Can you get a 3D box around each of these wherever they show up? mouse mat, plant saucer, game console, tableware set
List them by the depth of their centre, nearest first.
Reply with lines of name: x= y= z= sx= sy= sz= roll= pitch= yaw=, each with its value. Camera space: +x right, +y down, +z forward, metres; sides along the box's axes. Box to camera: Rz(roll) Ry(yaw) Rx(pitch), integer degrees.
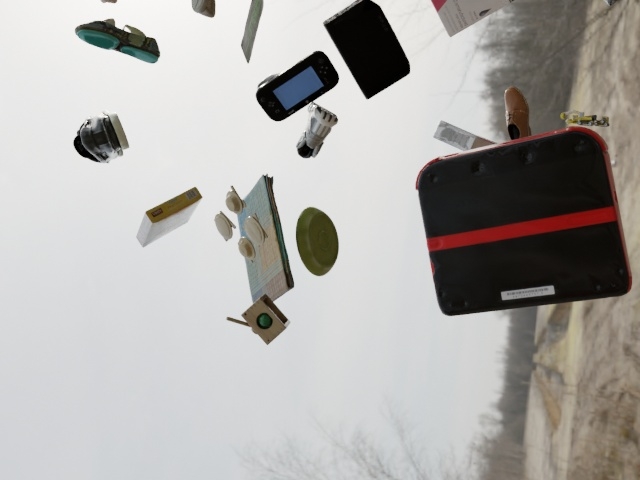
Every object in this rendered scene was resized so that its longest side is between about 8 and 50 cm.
game console: x=0.400 y=-0.033 z=1.255 sx=0.060 sy=0.386 sz=0.342 roll=-19 pitch=-83 yaw=-65
tableware set: x=-0.174 y=-0.028 z=1.329 sx=0.020 sy=0.141 sz=0.169 roll=-31 pitch=-14 yaw=-35
game console: x=0.020 y=-0.399 z=1.471 sx=0.213 sy=0.361 sz=0.044 roll=53 pitch=-167 yaw=-30
mouse mat: x=-0.184 y=-0.592 z=1.670 sx=0.152 sy=0.007 sz=0.190 roll=70 pitch=-148 yaw=-87
plant saucer: x=0.000 y=0.000 z=2.074 sx=0.241 sy=0.037 sz=0.241 roll=23 pitch=-118 yaw=-53

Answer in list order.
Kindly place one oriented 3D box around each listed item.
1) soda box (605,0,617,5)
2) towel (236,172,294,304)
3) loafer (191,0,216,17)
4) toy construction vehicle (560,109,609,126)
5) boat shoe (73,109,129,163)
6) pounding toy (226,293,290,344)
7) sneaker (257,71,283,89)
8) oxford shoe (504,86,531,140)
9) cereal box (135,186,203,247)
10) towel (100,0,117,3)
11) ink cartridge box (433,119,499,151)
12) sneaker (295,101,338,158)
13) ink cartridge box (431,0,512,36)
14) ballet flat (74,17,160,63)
soda box: x=0.726 y=-0.619 z=1.412 sx=0.060 sy=0.168 sz=0.053 roll=63 pitch=-172 yaw=26
towel: x=-0.180 y=0.013 z=1.932 sx=0.040 sy=0.271 sz=0.371 roll=-3 pitch=-110 yaw=-30
loafer: x=-0.203 y=-0.450 z=1.079 sx=0.039 sy=0.045 sz=0.125 roll=18 pitch=-114 yaw=-52
toy construction vehicle: x=0.646 y=-0.298 z=1.496 sx=0.085 sy=0.098 sz=0.035 roll=-13 pitch=-68 yaw=-50
boat shoe: x=-0.555 y=-0.249 z=1.526 sx=0.113 sy=0.340 sz=0.127 roll=-24 pitch=-70 yaw=-19
pounding toy: x=-0.168 y=0.219 z=1.683 sx=0.100 sy=0.130 sz=0.141 roll=-42 pitch=-1 yaw=4
sneaker: x=-0.146 y=-0.629 z=2.426 sx=0.106 sy=0.234 sz=0.078 roll=-63 pitch=-39 yaw=-73
oxford shoe: x=0.666 y=-0.425 z=2.099 sx=0.076 sy=0.076 sz=0.213 roll=-10 pitch=-94 yaw=-40
cereal box: x=-0.459 y=-0.068 z=1.850 sx=0.173 sy=0.047 sz=0.240 roll=-33 pitch=-3 yaw=-28
towel: x=-0.483 y=-0.707 z=1.302 sx=0.317 sy=0.053 sz=0.332 roll=-130 pitch=37 yaw=-49
ink cartridge box: x=0.535 y=-0.296 z=1.976 sx=0.296 sy=0.261 sz=0.066 roll=-2 pitch=-62 yaw=-58
sneaker: x=-0.021 y=-0.275 z=1.555 sx=0.132 sy=0.086 sz=0.229 roll=-60 pitch=7 yaw=12
ink cartridge box: x=0.307 y=-0.521 z=1.143 sx=0.172 sy=0.237 sz=0.100 roll=36 pitch=-146 yaw=-53
ballet flat: x=-0.422 y=-0.426 z=1.280 sx=0.188 sy=0.070 sz=0.070 roll=11 pitch=-95 yaw=-49
